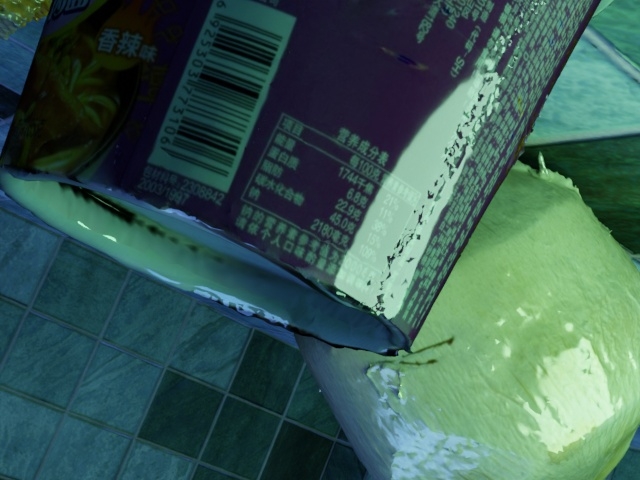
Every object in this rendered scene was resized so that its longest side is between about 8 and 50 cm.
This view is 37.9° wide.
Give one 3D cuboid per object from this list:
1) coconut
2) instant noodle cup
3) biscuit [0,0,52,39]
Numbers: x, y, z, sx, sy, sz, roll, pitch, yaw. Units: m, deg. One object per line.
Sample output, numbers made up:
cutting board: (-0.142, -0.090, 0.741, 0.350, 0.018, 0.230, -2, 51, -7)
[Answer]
coconut: (0.161, 0.106, 0.941, 0.360, 0.346, 0.346, 59, 162, -4)
instant noodle cup: (-0.016, -0.096, 0.552, 0.340, 0.266, 0.340, 21, 169, 4)
biscuit: (-0.433, -0.306, 0.882, 0.379, 0.054, 0.094, 30, 166, -32)
